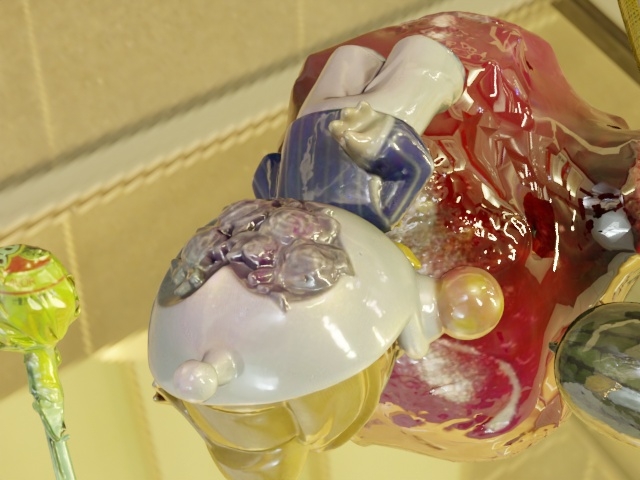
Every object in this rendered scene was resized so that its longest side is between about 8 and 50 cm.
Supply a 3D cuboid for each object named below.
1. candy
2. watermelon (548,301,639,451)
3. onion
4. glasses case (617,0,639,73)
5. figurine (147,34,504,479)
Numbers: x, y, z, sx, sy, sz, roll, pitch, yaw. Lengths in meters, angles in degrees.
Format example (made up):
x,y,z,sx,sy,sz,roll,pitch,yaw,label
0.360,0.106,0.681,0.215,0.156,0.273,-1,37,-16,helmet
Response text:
x,y,z,sx,sy,sz,roll,pitch,yaw,label
-0.200,0.130,1.238,0.073,0.077,0.262,-18,98,-35,candy
0.174,0.073,0.885,0.078,0.111,0.078,22,90,-79,watermelon
0.183,-0.014,1.402,0.420,0.398,0.398,-7,152,19,onion
0.221,-0.098,0.939,0.079,0.234,0.064,3,152,-37,glasses case
0.010,-0.003,0.876,0.274,0.194,0.133,-50,135,-21,figurine
